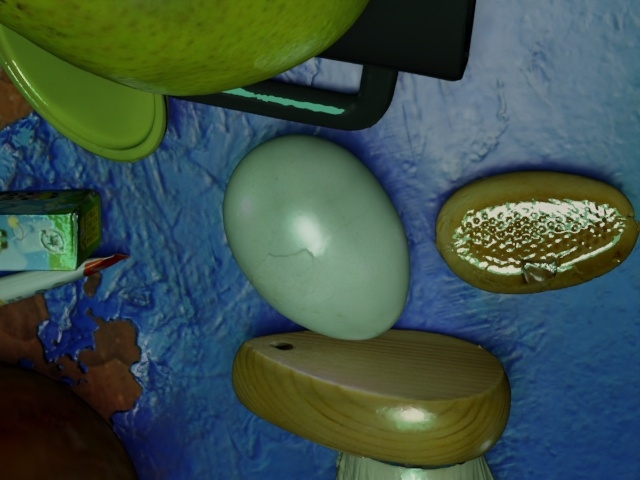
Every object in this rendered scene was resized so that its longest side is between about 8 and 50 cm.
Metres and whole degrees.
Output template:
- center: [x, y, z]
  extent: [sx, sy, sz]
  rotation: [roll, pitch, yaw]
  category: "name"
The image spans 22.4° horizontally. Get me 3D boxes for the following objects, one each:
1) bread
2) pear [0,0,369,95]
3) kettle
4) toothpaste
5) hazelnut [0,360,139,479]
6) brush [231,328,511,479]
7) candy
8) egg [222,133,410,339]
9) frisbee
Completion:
- center: [0.200, -0.007, 1.500]
  extent: [0.189, 0.077, 0.114]
  rotation: [-3, 81, 7]
  category: "bread"
- center: [-0.144, -0.225, 1.181]
  extent: [0.342, 0.318, 0.238]
  rotation: [30, 103, 4]
  category: "pear"
- center: [-0.011, -0.246, 1.434]
  extent: [0.308, 0.262, 0.203]
  rotation: [7, 67, 7]
  category: "kettle"
- center: [-0.280, 0.041, 1.569]
  extent: [0.190, 0.048, 0.031]
  rotation: [-15, 83, 11]
  category: "toothpaste"
- center: [-0.351, 0.302, 1.487]
  extent: [0.421, 0.353, 0.421]
  rotation: [-11, 113, -27]
  category: "hazelnut"
- center: [0.044, 0.180, 1.513]
  extent: [0.267, 0.174, 0.166]
  rotation: [10, 112, 11]
  category: "brush"
- center: [-0.313, -0.010, 1.533]
  extent: [0.194, 0.097, 0.062]
  rotation: [0, 105, 6]
  category: "candy"
- center: [0.000, 0.000, 1.479]
  extent: [0.151, 0.151, 0.209]
  rotation: [-34, 98, 11]
  category: "egg"
- center: [-0.224, -0.172, 1.454]
  extent: [0.017, 0.236, 0.236]
  rotation: [-42, 97, -33]
  category: "frisbee"
